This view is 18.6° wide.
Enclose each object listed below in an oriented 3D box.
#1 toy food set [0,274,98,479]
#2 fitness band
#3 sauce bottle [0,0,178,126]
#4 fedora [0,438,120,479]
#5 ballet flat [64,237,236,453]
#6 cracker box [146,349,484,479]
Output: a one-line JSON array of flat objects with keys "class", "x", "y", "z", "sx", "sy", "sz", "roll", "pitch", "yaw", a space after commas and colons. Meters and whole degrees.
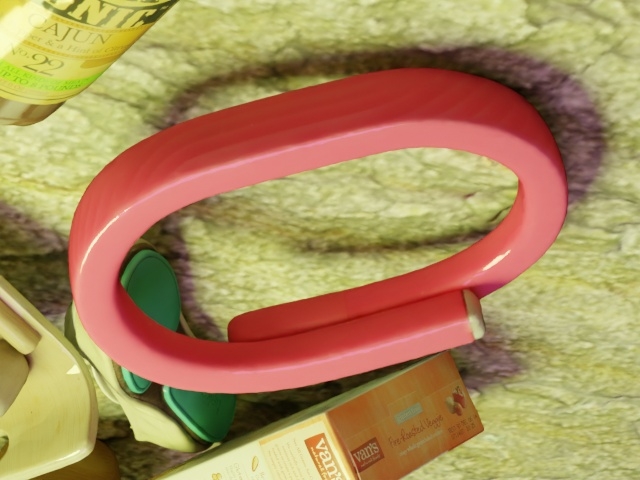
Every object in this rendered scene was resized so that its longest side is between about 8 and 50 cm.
[{"class": "toy food set", "x": -0.312, "y": 0.059, "z": 1.194, "sx": 0.220, "sy": 0.092, "sz": 0.306, "roll": -22, "pitch": 124, "yaw": 32}, {"class": "fitness band", "x": 0.000, "y": 0.000, "z": 1.119, "sx": 0.291, "sy": 0.054, "sz": 0.209, "roll": -15, "pitch": 140, "yaw": 4}, {"class": "sauce bottle", "x": -0.073, "y": -0.171, "z": 0.854, "sx": 0.111, "sy": 0.111, "sz": 0.344, "roll": 21, "pitch": 143, "yaw": -27}, {"class": "fedora", "x": -0.201, "y": 0.193, "z": 1.462, "sx": 0.194, "sy": 0.079, "sz": 0.194, "roll": 1, "pitch": 154, "yaw": 0}, {"class": "ballet flat", "x": -0.125, "y": 0.070, "z": 1.274, "sx": 0.086, "sy": 0.086, "sz": 0.248, "roll": -5, "pitch": 148, "yaw": 11}, {"class": "cracker box", "x": -0.024, "y": 0.158, "z": 1.334, "sx": 0.232, "sy": 0.067, "sz": 0.156, "roll": -27, "pitch": 176, "yaw": 37}]
